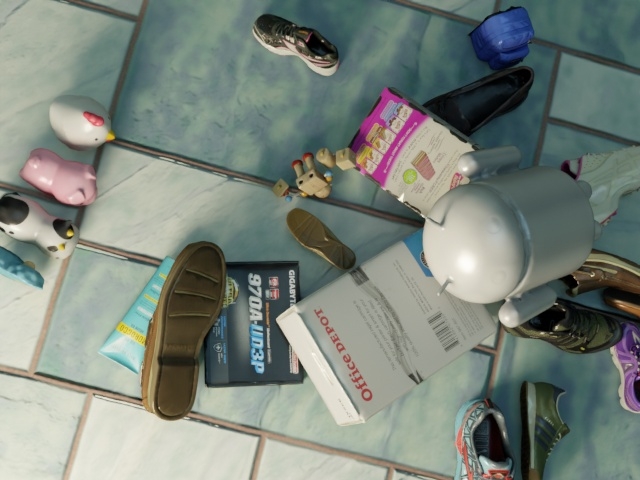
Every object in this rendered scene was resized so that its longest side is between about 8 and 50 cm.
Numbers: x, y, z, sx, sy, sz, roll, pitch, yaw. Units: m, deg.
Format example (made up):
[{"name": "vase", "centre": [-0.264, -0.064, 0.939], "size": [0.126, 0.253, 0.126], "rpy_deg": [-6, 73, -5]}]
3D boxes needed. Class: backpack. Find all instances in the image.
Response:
[{"name": "backpack", "centre": [0.358, -0.389, 1.740], "size": [0.098, 0.120, 0.101], "rpy_deg": [-23, 84, -12]}]

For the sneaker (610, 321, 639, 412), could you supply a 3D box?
[{"name": "sneaker", "centre": [0.589, 0.233, 1.685], "size": [0.068, 0.071, 0.170], "rpy_deg": [-6, 80, -9]}]

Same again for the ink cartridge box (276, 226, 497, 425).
[{"name": "ink cartridge box", "centre": [0.114, 0.146, 1.580], "size": [0.307, 0.129, 0.223], "rpy_deg": [-29, 86, -23]}]

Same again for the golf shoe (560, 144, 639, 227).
[{"name": "golf shoe", "centre": [0.547, -0.131, 1.726], "size": [0.306, 0.115, 0.140], "rpy_deg": [-39, 84, -13]}]

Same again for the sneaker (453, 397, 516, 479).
[{"name": "sneaker", "centre": [0.286, 0.408, 1.584], "size": [0.104, 0.125, 0.262], "rpy_deg": [-4, 80, -8]}]

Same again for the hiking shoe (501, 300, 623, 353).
[{"name": "hiking shoe", "centre": [0.449, 0.158, 1.654], "size": [0.226, 0.114, 0.086], "rpy_deg": [7, 81, -3]}]

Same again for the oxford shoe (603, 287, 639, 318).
[{"name": "oxford shoe", "centre": [0.629, 0.146, 1.711], "size": [0.212, 0.076, 0.076], "rpy_deg": [19, 118, 6]}]

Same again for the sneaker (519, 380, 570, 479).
[{"name": "sneaker", "centre": [0.410, 0.351, 1.641], "size": [0.086, 0.064, 0.192], "rpy_deg": [3, 76, -2]}]

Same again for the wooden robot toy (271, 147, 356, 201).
[{"name": "wooden robot toy", "centre": [-0.002, -0.115, 1.670], "size": [0.173, 0.079, 0.076], "rpy_deg": [-30, 53, 21]}]

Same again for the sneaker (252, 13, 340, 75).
[{"name": "sneaker", "centre": [-0.039, -0.382, 1.707], "size": [0.178, 0.077, 0.072], "rpy_deg": [23, 76, -2]}]

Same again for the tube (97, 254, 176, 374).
[{"name": "tube", "centre": [-0.302, 0.127, 1.599], "size": [0.080, 0.052, 0.207], "rpy_deg": [30, 83, 5]}]

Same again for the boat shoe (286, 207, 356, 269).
[{"name": "boat shoe", "centre": [0.002, -0.001, 1.666], "size": [0.153, 0.048, 0.056], "rpy_deg": [36, 89, 6]}]

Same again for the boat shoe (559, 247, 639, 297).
[{"name": "boat shoe", "centre": [0.485, 0.065, 1.694], "size": [0.257, 0.095, 0.095], "rpy_deg": [19, 78, 8]}]

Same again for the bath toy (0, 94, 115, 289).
[{"name": "bath toy", "centre": [-0.454, -0.091, 1.574], "size": [0.151, 0.129, 0.348], "rpy_deg": [31, 76, -36]}]

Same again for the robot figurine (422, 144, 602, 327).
[{"name": "robot figurine", "centre": [0.316, -0.011, 1.526], "size": [0.353, 0.199, 0.300], "rpy_deg": [-14, 86, -34]}]

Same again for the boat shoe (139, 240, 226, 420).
[{"name": "boat shoe", "centre": [-0.249, 0.145, 1.546], "size": [0.110, 0.104, 0.307], "rpy_deg": [18, 87, -32]}]

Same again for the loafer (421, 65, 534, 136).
[{"name": "loafer", "centre": [0.271, -0.247, 1.714], "size": [0.302, 0.095, 0.109], "rpy_deg": [-31, 86, -11]}]

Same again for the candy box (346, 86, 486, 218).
[{"name": "candy box", "centre": [0.178, -0.149, 1.643], "size": [0.233, 0.071, 0.159], "rpy_deg": [37, 108, 12]}]

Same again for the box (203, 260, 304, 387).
[{"name": "box", "centre": [-0.121, 0.149, 1.613], "size": [0.175, 0.051, 0.220], "rpy_deg": [0, 80, -8]}]
